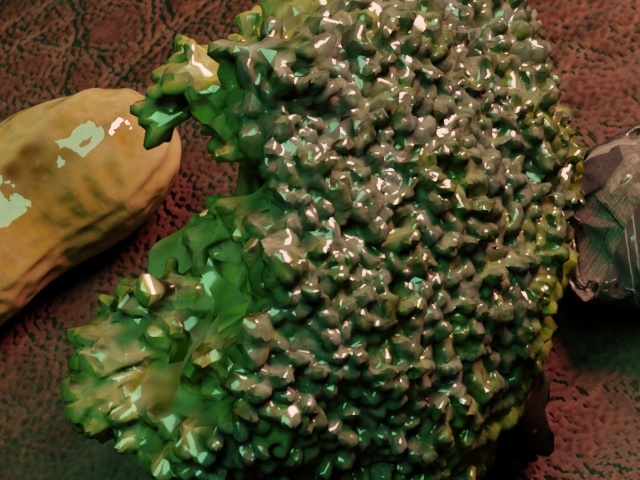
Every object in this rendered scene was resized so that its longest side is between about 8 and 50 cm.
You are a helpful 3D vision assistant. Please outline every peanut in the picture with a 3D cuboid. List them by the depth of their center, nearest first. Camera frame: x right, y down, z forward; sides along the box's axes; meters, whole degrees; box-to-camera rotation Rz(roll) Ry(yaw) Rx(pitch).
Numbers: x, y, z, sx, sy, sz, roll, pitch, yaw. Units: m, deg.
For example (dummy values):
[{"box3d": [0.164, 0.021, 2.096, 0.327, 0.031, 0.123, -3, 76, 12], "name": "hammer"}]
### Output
[{"box3d": [-0.223, -0.015, 1.339, 0.274, 0.111, 0.125, -33, 49, -6], "name": "peanut"}]

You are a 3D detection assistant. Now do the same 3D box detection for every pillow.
[{"box3d": [0.294, -0.061, 1.210, 0.335, 0.092, 0.161, -34, 41, -5], "name": "pillow"}]

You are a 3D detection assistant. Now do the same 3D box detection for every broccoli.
[{"box3d": [0.008, 0.008, 1.147, 0.317, 0.277, 0.338, -44, 51, 32], "name": "broccoli"}]
